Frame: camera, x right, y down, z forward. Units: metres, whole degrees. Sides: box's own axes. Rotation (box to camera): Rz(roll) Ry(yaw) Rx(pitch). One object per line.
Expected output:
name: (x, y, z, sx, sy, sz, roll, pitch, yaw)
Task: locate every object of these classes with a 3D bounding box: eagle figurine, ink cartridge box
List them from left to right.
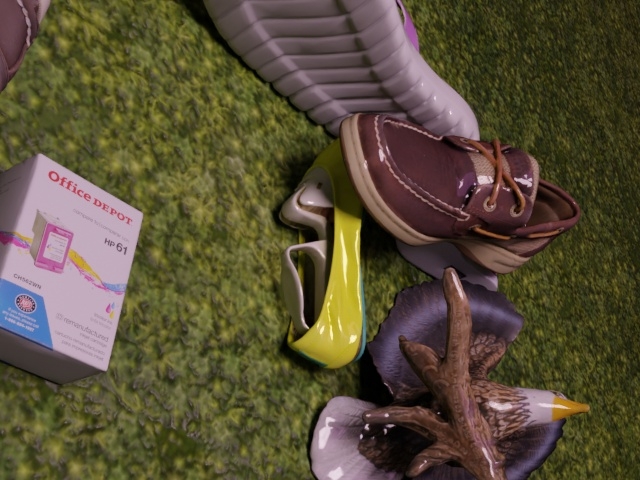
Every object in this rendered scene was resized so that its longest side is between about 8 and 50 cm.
ink cartridge box: (-0.175, 0.019, 0.572, 0.088, 0.052, 0.122, 34, 49, -39)
eagle figurine: (0.140, 0.158, 0.837, 0.226, 0.225, 0.298, -62, 171, 2)

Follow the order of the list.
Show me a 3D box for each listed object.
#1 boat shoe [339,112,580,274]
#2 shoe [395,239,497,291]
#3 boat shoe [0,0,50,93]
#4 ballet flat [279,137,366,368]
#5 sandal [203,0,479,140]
boat shoe: (0.151, -0.055, 0.850, 0.342, 0.123, 0.123, 24, 49, -47)
shoe: (0.140, -0.006, 0.981, 0.178, 0.063, 0.081, 36, 44, -41)
boat shoe: (-0.292, -0.199, 0.474, 0.324, 0.117, 0.096, 43, 41, -40)
ballet flat: (0.000, 0.000, 0.792, 0.077, 0.077, 0.231, 14, 64, -30)
sandal: (0.022, -0.196, 0.837, 0.416, 0.169, 0.102, 45, 45, -49)
